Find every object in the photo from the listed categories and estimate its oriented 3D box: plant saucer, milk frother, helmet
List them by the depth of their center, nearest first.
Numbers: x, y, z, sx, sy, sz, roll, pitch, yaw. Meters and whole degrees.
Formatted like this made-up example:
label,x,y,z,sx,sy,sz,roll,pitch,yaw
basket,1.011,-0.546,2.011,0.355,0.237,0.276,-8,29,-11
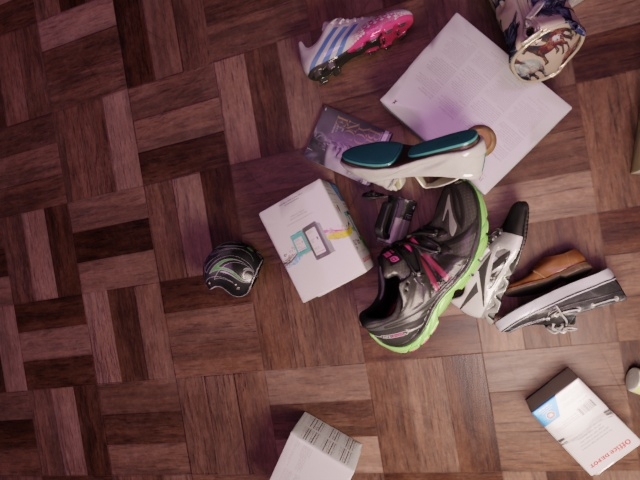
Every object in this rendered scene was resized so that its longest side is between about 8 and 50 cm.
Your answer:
label,x,y,z,sx,sy,sz,roll,pitch,yaw
plant saucer,0.397,-0.248,1.058,0.083,0.015,0.084,1,94,16
milk frother,0.179,-0.065,1.192,0.143,0.129,0.135,26,102,57
helmet,-0.270,0.084,1.282,0.161,0.169,0.170,23,99,-3

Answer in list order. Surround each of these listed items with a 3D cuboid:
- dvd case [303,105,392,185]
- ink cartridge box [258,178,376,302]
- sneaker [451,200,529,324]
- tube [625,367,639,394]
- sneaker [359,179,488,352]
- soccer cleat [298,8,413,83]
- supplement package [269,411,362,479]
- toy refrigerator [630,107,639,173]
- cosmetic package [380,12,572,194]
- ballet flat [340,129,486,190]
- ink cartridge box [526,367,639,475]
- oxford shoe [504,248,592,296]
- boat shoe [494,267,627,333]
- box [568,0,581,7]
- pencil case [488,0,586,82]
label,x,y,z,sx,sy,sz,roll,pitch,yaw
dvd case,0.077,-0.278,1.241,0.221,0.018,0.165,26,99,13
ink cartridge box,0.000,0.000,1.183,0.197,0.198,0.270,-28,86,14
sneaker,0.432,0.045,1.100,0.146,0.122,0.331,21,102,19
tube,0.883,0.377,1.026,0.239,0.062,0.070,18,138,9
sneaker,0.258,0.056,1.078,0.202,0.185,0.484,26,92,-18
soccer cleat,0.086,-0.574,1.174,0.330,0.116,0.143,-24,86,16
supplement package,-0.014,0.662,1.241,0.202,0.149,0.194,25,99,13
toy refrigerator,0.818,-0.292,0.996,0.102,0.094,0.270,7,94,22
cosmetic package,0.390,-0.348,1.109,0.377,0.097,0.284,46,101,9
ballet flat,0.229,-0.190,1.103,0.399,0.139,0.139,1,93,38
ink cartridge box,0.660,0.457,1.075,0.148,0.086,0.203,-44,82,13
oxford shoe,0.578,0.087,1.102,0.212,0.076,0.076,-26,55,18
boat shoe,0.601,0.180,1.067,0.305,0.113,0.105,-26,71,6
box,0.574,-0.741,1.056,0.067,0.063,0.324,-28,85,15
pencil case,0.467,-0.587,0.991,0.159,0.183,0.411,-21,69,27
